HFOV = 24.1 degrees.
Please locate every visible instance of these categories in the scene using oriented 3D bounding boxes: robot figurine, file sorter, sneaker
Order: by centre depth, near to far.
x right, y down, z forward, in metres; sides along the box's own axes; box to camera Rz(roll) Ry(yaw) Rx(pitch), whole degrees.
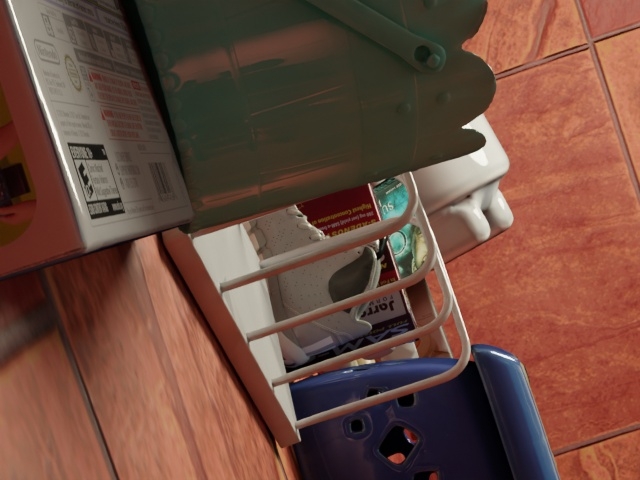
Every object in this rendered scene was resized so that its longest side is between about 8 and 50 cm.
[{"bbox_3d":[-0.008,-0.013,1.152,0.278,0.173,0.193,66,7,-49],"label":"file sorter"},{"bbox_3d":[-0.009,-0.009,1.364,0.086,0.132,0.229,36,36,-82],"label":"sneaker"},{"bbox_3d":[0.108,-0.141,1.943,0.300,0.199,0.353,-22,83,-59],"label":"robot figurine"}]

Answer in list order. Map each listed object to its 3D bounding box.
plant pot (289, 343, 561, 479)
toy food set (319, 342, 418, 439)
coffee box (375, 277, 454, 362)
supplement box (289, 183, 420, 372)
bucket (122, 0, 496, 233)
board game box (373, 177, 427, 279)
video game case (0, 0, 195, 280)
[{"bbox_3d":[0.106,0.212,1.367,0.236,0.212,0.236,29,44,-84],"label":"plant pot"},{"bbox_3d":[0.061,0.162,1.649,0.232,0.111,0.105,65,7,-73],"label":"toy food set"},{"bbox_3d":[0.094,0.117,2.073,0.098,0.141,0.246,-103,172,-53],"label":"coffee box"},{"bbox_3d":[0.000,0.000,1.461,0.073,0.130,0.239,65,7,-63],"label":"supplement box"},{"bbox_3d":[-0.036,-0.145,0.901,0.281,0.183,0.281,161,-90,-77],"label":"bucket"},{"bbox_3d":[0.050,0.017,1.785,0.026,0.186,0.126,8,-55,52],"label":"board game box"},{"bbox_3d":[-0.138,-0.110,0.662,0.269,0.061,0.244,-40,113,-85],"label":"video game case"}]
